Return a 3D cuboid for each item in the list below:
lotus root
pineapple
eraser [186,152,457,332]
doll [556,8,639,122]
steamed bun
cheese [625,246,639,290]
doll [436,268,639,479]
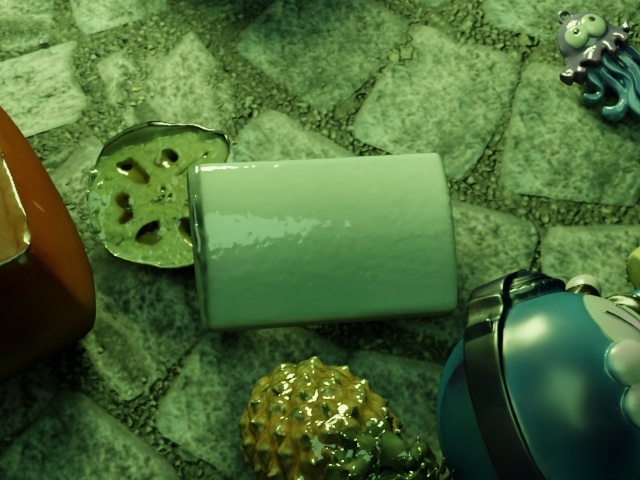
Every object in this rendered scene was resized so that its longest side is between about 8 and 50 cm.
[{"bbox_3d":[-0.180,-0.049,1.325,0.203,0.078,0.183,14,78,18],"label":"lotus root"},{"bbox_3d":[0.045,0.223,1.031,0.169,0.169,0.340,-41,24,-13],"label":"pineapple"},{"bbox_3d":[0.000,0.000,1.221,0.289,0.104,0.189,-3,74,-9],"label":"eraser"},{"bbox_3d":[0.362,-0.211,1.342,0.110,0.067,0.206,-38,76,-2],"label":"doll"},{"bbox_3d":[-0.397,0.008,1.226,0.235,0.248,0.379,-29,54,-10],"label":"steamed bun"},{"bbox_3d":[0.436,0.024,1.197,0.167,0.094,0.123,-28,62,-7],"label":"cheese"},{"bbox_3d":[0.246,0.158,1.031,0.240,0.310,0.284,-29,81,32],"label":"doll"}]
